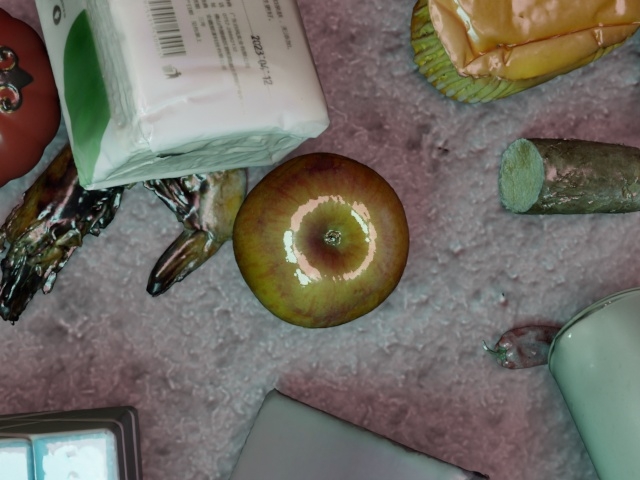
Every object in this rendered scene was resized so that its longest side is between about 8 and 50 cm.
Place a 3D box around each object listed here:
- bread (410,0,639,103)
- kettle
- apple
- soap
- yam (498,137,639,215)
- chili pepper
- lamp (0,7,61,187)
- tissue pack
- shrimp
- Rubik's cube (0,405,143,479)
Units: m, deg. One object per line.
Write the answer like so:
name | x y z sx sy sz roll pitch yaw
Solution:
bread | 0.246 -0.291 1.475 0.288 0.156 0.204 -27 97 -10
kettle | 0.433 0.225 1.364 0.265 0.205 0.318 -11 45 -10
apple | 0.000 0.000 1.408 0.211 0.188 0.211 0 90 -6
soap | 0.016 0.346 1.346 0.296 0.107 0.285 19 82 35
yam | 0.326 -0.079 1.491 0.183 0.107 0.107 1 86 -9
chili pepper | 0.273 0.134 1.501 0.153 0.041 0.050 -7 107 -22
lamp | -0.411 -0.166 1.363 0.226 0.227 0.227 0 86 -6
tissue pack | -0.170 -0.254 1.362 0.266 0.194 0.357 -10 80 -34
shrimp | -0.237 -0.024 1.447 0.233 0.071 0.365 39 78 -8
Rubik's cube | -0.352 0.354 1.279 0.321 0.319 0.316 -3 87 -6
